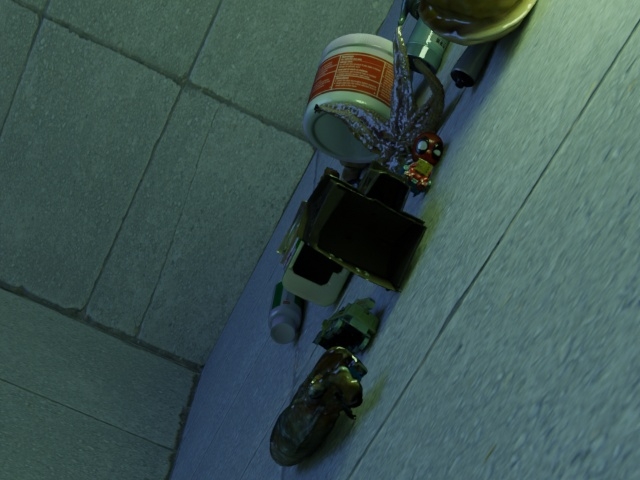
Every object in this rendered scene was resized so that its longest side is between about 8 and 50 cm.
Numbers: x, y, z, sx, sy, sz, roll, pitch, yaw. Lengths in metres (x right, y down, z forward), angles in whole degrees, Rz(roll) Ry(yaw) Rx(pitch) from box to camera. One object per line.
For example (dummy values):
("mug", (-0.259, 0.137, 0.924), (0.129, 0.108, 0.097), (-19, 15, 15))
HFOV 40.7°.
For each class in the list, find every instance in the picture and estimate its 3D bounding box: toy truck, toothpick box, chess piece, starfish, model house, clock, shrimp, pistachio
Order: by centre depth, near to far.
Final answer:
("shrimp", (-0.002, 0.296, 1.590), (0.221, 0.110, 0.445), (-60, 2, -27))
("pistachio", (0.291, -0.487, 1.619), (0.238, 0.229, 0.321), (-16, 35, 15))
("model house", (0.083, -0.048, 1.638), (0.204, 0.211, 0.243), (-62, 9, 4))
("toy truck", (0.055, 0.163, 1.655), (0.100, 0.077, 0.169), (-59, 5, -25))
("starfish", (0.140, -0.253, 1.918), (0.398, 0.132, 0.383), (-54, 50, 37))
("clock", (0.001, 0.000, 2.132), (0.235, 0.166, 0.309), (-63, 7, 10))
("toothpick box", (0.272, -0.501, 2.143), (0.153, 0.101, 0.101), (-65, 9, -8))
("chess piece", (0.104, -0.258, 2.474), (0.300, 0.137, 0.137), (105, -176, -60))

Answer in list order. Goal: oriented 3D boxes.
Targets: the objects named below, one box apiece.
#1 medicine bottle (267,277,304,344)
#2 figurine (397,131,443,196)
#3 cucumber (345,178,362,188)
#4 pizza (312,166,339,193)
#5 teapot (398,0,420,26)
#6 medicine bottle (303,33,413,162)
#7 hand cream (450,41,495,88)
("medicine bottle", (-0.096, 0.194, 2.396), (0.095, 0.095, 0.260), (-61, 8, 22))
("figurine", (0.204, -0.156, 1.714), (0.140, 0.068, 0.075), (-62, 3, -27))
("cucumber", (0.078, -0.134, 2.374), (0.067, 0.067, 0.245), (-67, 7, -13))
("pizza", (0.000, -0.102, 2.609), (0.287, 0.074, 0.251), (-105, 32, -79))
("teapot", (0.300, -0.632, 2.243), (0.239, 0.162, 0.148), (-13, 55, 41))
("medicine bottle", (0.100, -0.359, 2.213), (0.252, 0.253, 0.240), (130, 159, -58))
("hand cream", (0.316, -0.381, 1.727), (0.186, 0.054, 0.087), (-59, 15, -17))
